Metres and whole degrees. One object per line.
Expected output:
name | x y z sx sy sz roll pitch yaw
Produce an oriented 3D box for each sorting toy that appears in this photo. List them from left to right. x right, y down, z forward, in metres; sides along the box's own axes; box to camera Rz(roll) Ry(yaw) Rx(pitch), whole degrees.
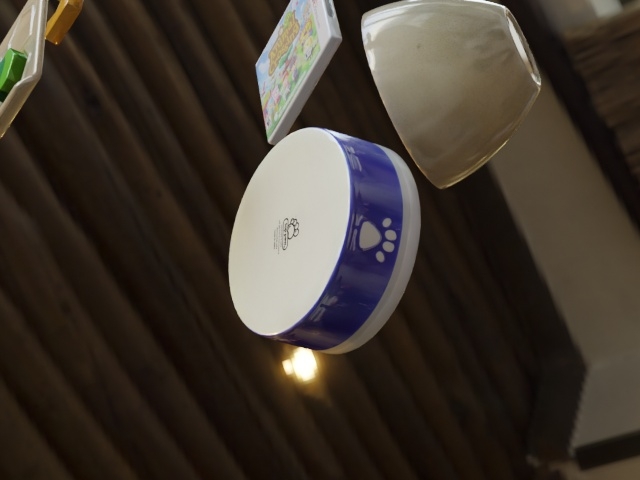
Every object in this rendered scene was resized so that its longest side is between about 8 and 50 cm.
sorting toy | -0.372 -0.229 1.815 0.041 0.307 0.229 25 -141 -23

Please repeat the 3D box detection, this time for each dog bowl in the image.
dog bowl | 0.000 0.000 1.800 0.104 0.265 0.265 16 -123 -33

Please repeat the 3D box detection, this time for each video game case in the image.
video game case | -0.036 -0.279 2.212 0.023 0.212 0.193 15 -140 -23

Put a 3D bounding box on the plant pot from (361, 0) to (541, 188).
plant pot | 0.208 -0.242 2.156 0.284 0.191 0.284 55 -160 -32
